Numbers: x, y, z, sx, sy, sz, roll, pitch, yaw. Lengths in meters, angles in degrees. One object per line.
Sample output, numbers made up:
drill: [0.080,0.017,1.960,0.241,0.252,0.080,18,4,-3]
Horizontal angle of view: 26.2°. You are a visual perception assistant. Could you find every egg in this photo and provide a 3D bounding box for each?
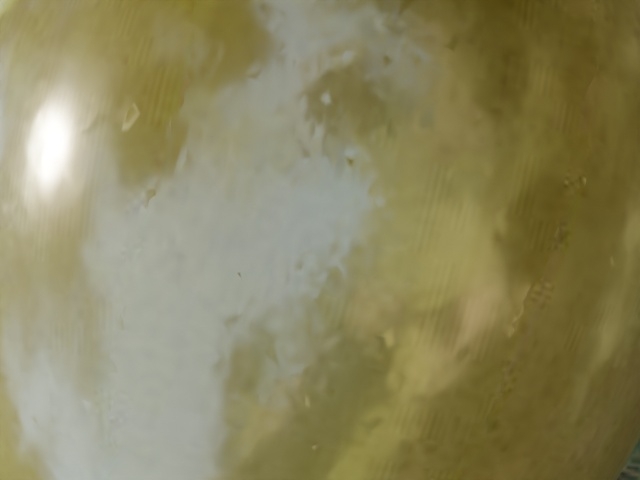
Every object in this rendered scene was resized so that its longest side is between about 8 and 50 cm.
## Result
egg: [0.000,0.000,0.468,0.250,0.250,0.323,4,80,59]
